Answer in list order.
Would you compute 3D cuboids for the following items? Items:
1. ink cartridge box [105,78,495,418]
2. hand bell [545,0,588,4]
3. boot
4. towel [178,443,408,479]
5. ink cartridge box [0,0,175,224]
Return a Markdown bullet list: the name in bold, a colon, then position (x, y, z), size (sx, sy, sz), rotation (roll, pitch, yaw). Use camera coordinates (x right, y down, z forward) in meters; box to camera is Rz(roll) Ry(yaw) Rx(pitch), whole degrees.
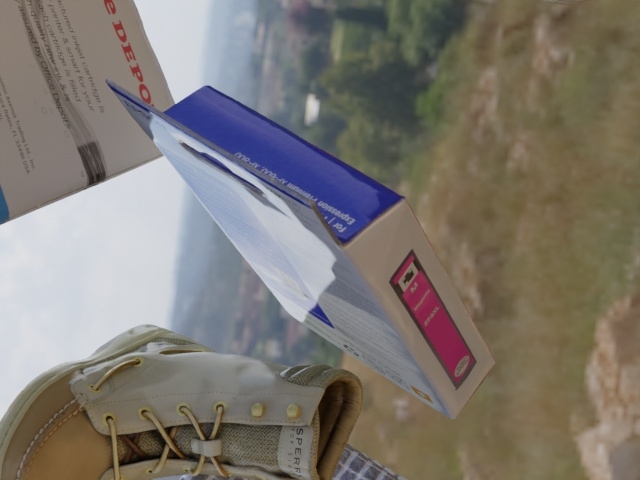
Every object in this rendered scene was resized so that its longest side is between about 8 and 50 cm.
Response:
- **ink cartridge box**: position (0.000, 0.000, 1.093), size (0.069, 0.176, 0.371), rotation (-54, -29, -9)
- **hand bell**: position (0.152, -0.237, 1.218), size (0.242, 0.126, 0.126), rotation (-23, -54, -61)
- **boot**: position (-0.101, 0.146, 1.155), size (0.262, 0.203, 0.095), rotation (-34, -51, -59)
- **towel**: position (-0.051, 0.310, 1.615), size (0.283, 0.235, 0.121), rotation (-54, -16, -17)
- **ink cartridge box**: position (-0.255, -0.120, 1.112), size (0.307, 0.129, 0.223), rotation (-32, -79, -61)
